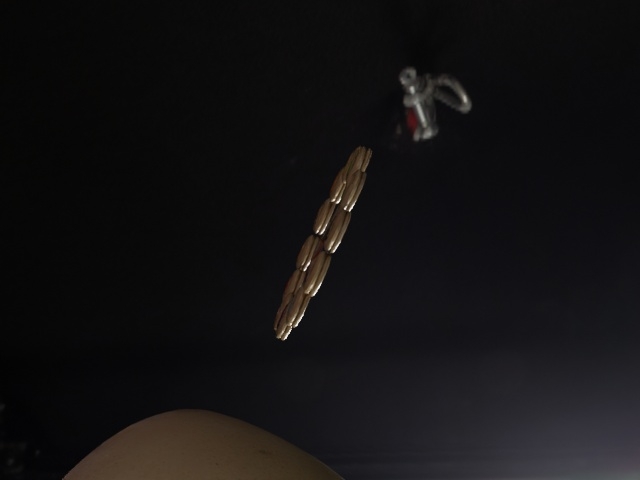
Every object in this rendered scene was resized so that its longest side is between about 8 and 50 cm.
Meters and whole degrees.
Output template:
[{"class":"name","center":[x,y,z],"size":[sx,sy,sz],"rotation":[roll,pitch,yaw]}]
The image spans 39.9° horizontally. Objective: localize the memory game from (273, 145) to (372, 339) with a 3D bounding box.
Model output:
[{"class":"memory game","center":[0.000,0.000,0.766],"size":[0.012,0.186,0.186],"rotation":[24,-55,-6]}]

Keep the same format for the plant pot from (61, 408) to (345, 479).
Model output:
[{"class":"plant pot","center":[-0.026,0.254,0.500],"size":[0.191,0.284,0.284],"rotation":[5,-51,33]}]
